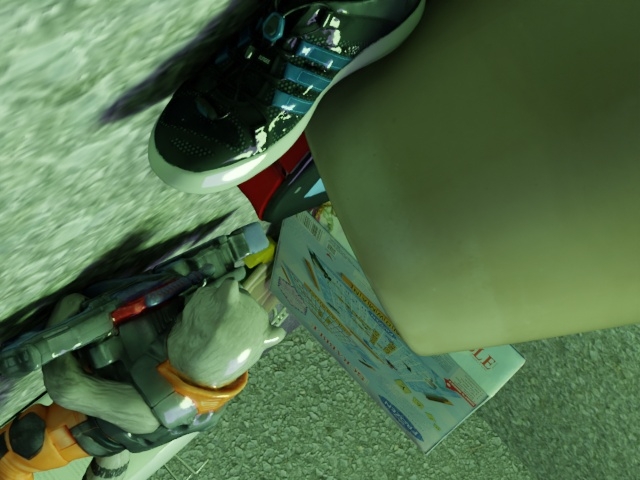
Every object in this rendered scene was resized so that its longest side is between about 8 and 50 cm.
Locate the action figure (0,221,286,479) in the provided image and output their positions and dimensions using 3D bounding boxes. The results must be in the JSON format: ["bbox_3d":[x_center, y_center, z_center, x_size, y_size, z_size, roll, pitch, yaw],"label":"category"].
[{"bbox_3d":[-0.145,0.117,0.860,0.330,0.178,0.341,-34,178,40],"label":"action figure"}]

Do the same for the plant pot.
[{"bbox_3d":[0.154,-0.062,0.650,0.280,0.323,0.323,-26,176,9],"label":"plant pot"}]

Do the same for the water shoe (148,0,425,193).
[{"bbox_3d":[-0.022,-0.112,0.540,0.203,0.073,0.080,-44,155,-21],"label":"water shoe"}]

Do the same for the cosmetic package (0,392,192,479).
[{"bbox_3d":[-0.247,0.224,1.130,0.224,0.138,0.224,-41,174,-19],"label":"cosmetic package"}]

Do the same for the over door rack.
[{"bbox_3d":[-0.177,0.229,1.597,0.324,0.108,0.239,-61,-178,-21],"label":"over door rack"}]

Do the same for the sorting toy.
[{"bbox_3d":[-0.065,0.027,1.360,0.229,0.041,0.307,-44,167,3],"label":"sorting toy"}]

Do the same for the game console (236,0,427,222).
[{"bbox_3d":[0.100,-0.164,0.897,0.342,0.060,0.386,-43,174,22],"label":"game console"}]

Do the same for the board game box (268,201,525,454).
[{"bbox_3d":[0.073,0.098,1.194,0.066,0.319,0.318,-39,167,-21],"label":"board game box"}]
